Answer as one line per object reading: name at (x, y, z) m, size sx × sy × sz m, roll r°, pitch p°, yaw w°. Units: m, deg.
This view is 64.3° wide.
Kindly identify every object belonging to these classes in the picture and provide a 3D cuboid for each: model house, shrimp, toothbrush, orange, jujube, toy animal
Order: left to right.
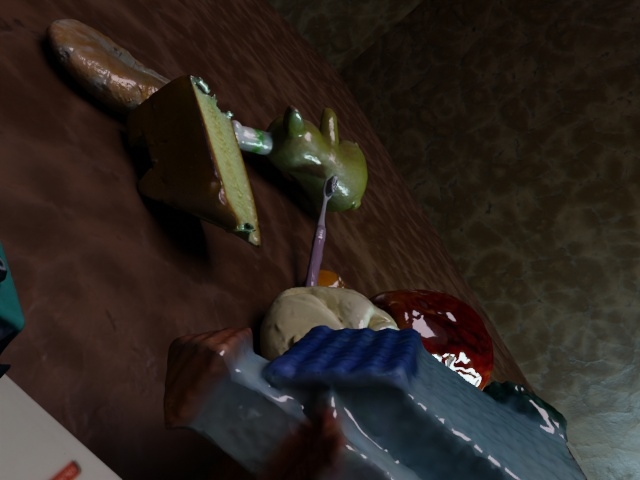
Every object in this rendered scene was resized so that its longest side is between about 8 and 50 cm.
shrimp at (-0.269, -0.239, 0.799) m, size 0.317 × 0.077 × 0.168 m, roll 24°, pitch 33°, yaw -50°
toy animal at (-0.041, -0.201, 1.097) m, size 0.363 × 0.181 × 0.180 m, roll 38°, pitch 27°, yaw -39°
toothbrush at (0.000, 0.000, 0.934) m, size 0.024 × 0.029 × 0.354 m, roll 32°, pitch 44°, yaw -22°
model house at (0.005, 0.206, 0.433) m, size 0.329 × 0.295 × 0.252 m, roll 33°, pitch 12°, yaw 5°
orange at (0.014, 0.089, 0.919) m, size 0.086 × 0.062 × 0.086 m, roll 44°, pitch 20°, yaw -21°
jujube at (0.198, 0.199, 0.972) m, size 0.318 × 0.223 × 0.223 m, roll 23°, pitch 35°, yaw -43°

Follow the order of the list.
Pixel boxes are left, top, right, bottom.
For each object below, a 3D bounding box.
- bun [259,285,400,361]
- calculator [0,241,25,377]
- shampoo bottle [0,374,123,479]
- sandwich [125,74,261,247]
bun at (0.046, 0.171, 0.715) m, size 0.259 × 0.160 × 0.259 m, roll 47°, pitch 19°, yaw -22°
calculator at (-0.282, -0.057, 0.277) m, size 0.248 × 0.058 × 0.274 m, roll 44°, pitch -10°, yaw 40°
shampoo bottle at (-0.252, 0.087, 0.296) m, size 0.284 × 0.071 × 0.153 m, roll 55°, pitch 18°, yaw -2°
sandwich at (-0.167, -0.089, 0.704) m, size 0.122 × 0.128 × 0.236 m, roll 26°, pitch 42°, yaw -59°
